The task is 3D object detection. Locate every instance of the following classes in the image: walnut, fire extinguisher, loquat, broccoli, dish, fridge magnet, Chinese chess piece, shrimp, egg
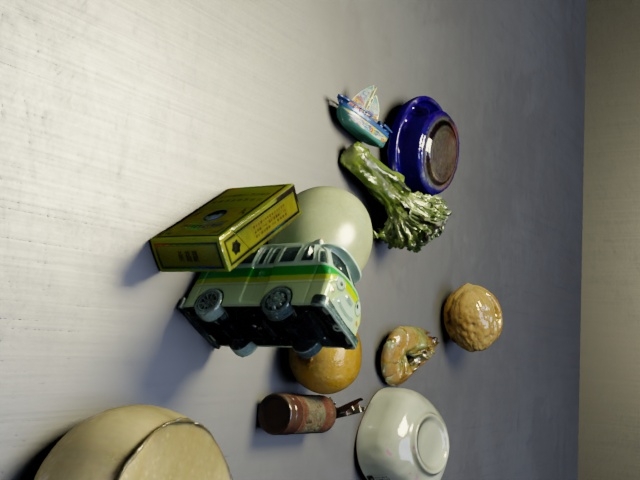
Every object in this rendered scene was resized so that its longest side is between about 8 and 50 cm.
[{"bbox_3d":[0.403,0.199,2.141,0.155,0.155,0.184,-38,118,-52],"label":"walnut"},{"bbox_3d":[-0.004,0.331,1.533,0.252,0.106,0.075,20,71,-56],"label":"fire extinguisher"},{"bbox_3d":[0.010,0.216,1.531,0.163,0.137,0.163,33,48,-46],"label":"loquat"},{"bbox_3d":[0.154,-0.104,1.777,0.304,0.145,0.165,42,60,-29],"label":"broccoli"},{"bbox_3d":[0.204,0.454,1.803,0.256,0.117,0.256,17,66,-45],"label":"dish"},{"bbox_3d":[0.249,-0.213,1.940,0.265,0.112,0.266,-15,109,-52],"label":"fridge magnet"},{"bbox_3d":[-0.249,0.395,1.092,0.338,0.140,0.338,-1,90,-64],"label":"Chinese chess piece"},{"bbox_3d":[0.216,0.270,1.930,0.267,0.061,0.145,-4,102,-61],"label":"shrimp"},{"bbox_3d":[0.000,0.000,1.471,0.253,0.186,0.187,-67,143,-58],"label":"egg"}]

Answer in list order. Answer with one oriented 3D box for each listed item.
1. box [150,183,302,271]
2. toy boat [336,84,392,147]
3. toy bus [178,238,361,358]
[{"bbox_3d":[-0.146,-0.022,1.289,0.220,0.140,0.064,-43,125,-49],"label":"box"},{"bbox_3d":[0.092,-0.279,1.719,0.175,0.091,0.110,30,83,-48],"label":"toy boat"},{"bbox_3d":[-0.068,0.086,1.289,0.134,0.276,0.165,56,41,-41],"label":"toy bus"}]
